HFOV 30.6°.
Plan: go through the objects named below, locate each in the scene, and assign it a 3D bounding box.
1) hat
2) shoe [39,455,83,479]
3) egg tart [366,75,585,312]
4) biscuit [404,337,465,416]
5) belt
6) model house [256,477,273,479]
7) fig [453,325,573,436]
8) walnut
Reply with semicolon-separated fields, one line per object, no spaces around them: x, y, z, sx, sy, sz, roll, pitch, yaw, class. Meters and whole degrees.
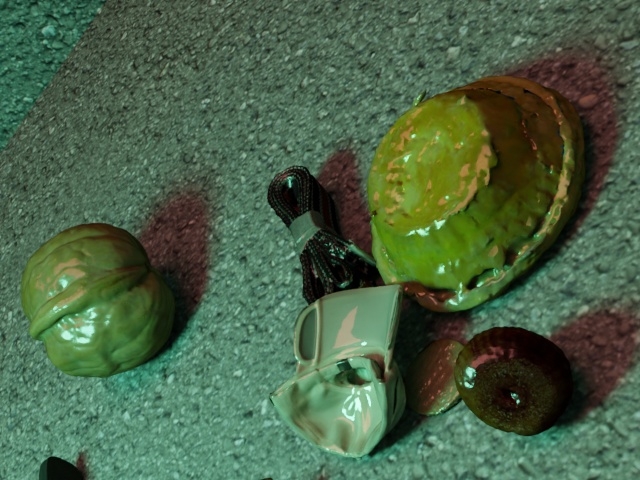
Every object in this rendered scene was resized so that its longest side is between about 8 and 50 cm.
0.057;0.180;1.695;0.219;0.164;0.226;-8;36;41;hat
-0.480;0.498;2.094;0.093;0.108;0.241;-46;29;18;shoe
0.197;-0.086;1.700;0.388;0.169;0.387;-25;50;35;egg tart
0.164;0.191;1.637;0.120;0.015;0.120;-30;43;32;biscuit
0.000;0.000;1.918;0.126;0.094;0.359;-48;35;13;belt
-0.139;0.511;1.648;0.239;0.173;0.268;59;139;40;model house
0.249;0.166;1.497;0.134;0.146;0.201;-44;-2;12;fig
-0.420;0.114;2.190;0.285;0.285;0.296;-36;76;27;walnut
